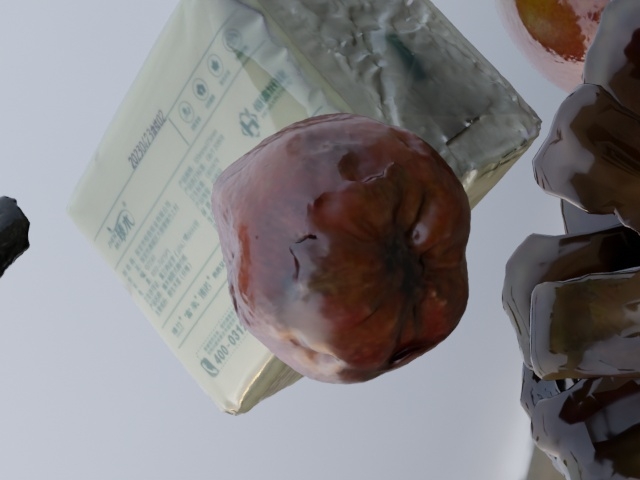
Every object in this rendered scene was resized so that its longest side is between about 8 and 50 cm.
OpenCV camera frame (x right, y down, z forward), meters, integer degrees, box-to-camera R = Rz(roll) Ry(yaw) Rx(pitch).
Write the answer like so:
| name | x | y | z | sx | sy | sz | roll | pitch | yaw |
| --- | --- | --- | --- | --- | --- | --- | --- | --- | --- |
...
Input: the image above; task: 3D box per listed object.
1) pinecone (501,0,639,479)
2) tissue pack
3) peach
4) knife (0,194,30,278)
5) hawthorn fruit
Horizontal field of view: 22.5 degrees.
| name | x | y | z | sx | sy | sz | roll | pitch | yaw |
| --- | --- | --- | --- | --- | --- | --- | --- | --- | --- |
| pinecone | 0.255 | 0.020 | 0.647 | 0.398 | 0.397 | 0.398 | 14 | -90 | -80 |
| tissue pack | -0.035 | -0.068 | 1.444 | 0.207 | 0.297 | 0.380 | -29 | -14 | -43 |
| peach | 0.267 | -0.228 | 1.380 | 0.231 | 0.231 | 0.231 | 14 | -90 | -80 |
| knife | -0.127 | 0.064 | 0.497 | 0.021 | 0.045 | 0.222 | 93 | -167 | -48 |
| hawthorn fruit | 0.006 | 0.001 | 1.011 | 0.173 | 0.179 | 0.173 | -32 | -34 | -25 |
